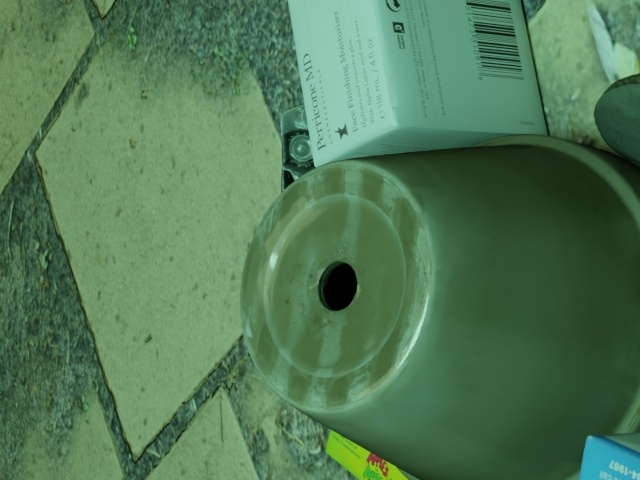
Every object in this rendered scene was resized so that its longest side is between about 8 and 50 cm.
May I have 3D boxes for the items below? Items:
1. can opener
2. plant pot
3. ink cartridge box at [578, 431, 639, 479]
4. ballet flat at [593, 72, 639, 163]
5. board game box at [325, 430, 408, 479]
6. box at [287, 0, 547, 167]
[{"bbox_3d":[0.000,0.000,1.746,0.095,0.076,0.284,142,126,-85],"label":"can opener"},{"bbox_3d":[0.099,0.053,1.354,0.323,0.280,0.323,-10,74,38],"label":"plant pot"},{"bbox_3d":[0.304,0.363,1.221,0.285,0.166,0.395,22,107,52],"label":"ink cartridge box"},{"bbox_3d":[0.308,-0.114,1.325,0.084,0.058,0.250,54,149,-11],"label":"ballet flat"},{"bbox_3d":[0.094,0.214,1.574,0.181,0.092,0.043,35,117,48],"label":"board game box"},{"bbox_3d":[0.084,-0.160,1.518,0.119,0.181,0.181,-26,69,50],"label":"box"}]
